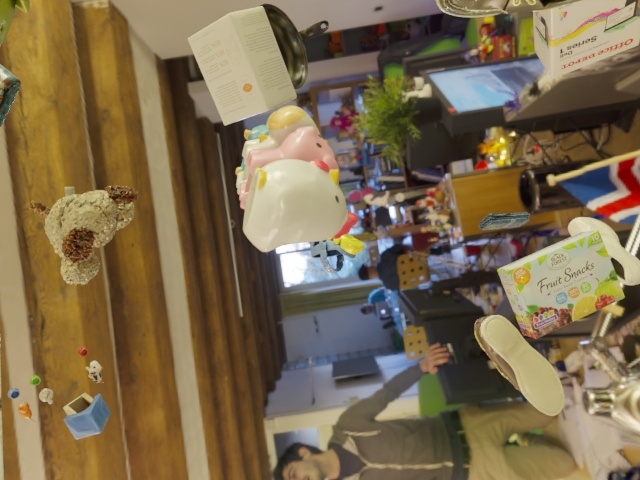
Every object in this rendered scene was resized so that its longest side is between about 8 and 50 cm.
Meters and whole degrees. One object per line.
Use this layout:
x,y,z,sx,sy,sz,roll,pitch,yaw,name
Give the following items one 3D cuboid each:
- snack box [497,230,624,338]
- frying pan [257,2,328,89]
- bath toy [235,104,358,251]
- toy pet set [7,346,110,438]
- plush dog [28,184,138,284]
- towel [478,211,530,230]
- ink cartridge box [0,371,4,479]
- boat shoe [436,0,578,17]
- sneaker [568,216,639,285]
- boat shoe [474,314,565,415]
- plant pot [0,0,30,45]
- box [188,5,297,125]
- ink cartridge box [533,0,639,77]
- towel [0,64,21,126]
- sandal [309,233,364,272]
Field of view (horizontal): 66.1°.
0.326,0.058,0.668,0.037,0.141,0.100,157,90,-82,snack box
-0.083,-0.493,1.169,0.197,0.053,0.326,47,-134,-38,frying pan
-0.037,-0.092,0.659,0.348,0.128,0.152,-113,38,-65,bath toy
-0.380,0.247,0.751,0.122,0.065,0.114,-35,-59,-39,toy pet set
-0.557,-0.049,1.168,0.210,0.225,0.263,43,-126,-32,plush dog
0.475,-0.051,1.274,0.067,0.119,0.029,122,141,-68,towel
-0.411,0.193,0.515,0.082,0.139,0.191,25,-139,-60,ink cartridge box
0.331,-0.406,0.745,0.091,0.304,0.109,-81,-21,-55,boat shoe
0.676,0.021,1.183,0.212,0.094,0.080,54,135,34,sneaker
0.563,0.352,1.407,0.324,0.116,0.097,51,169,3,boat shoe
-0.728,-0.519,0.959,0.207,0.227,0.228,-57,8,-18,plant pot
-0.144,-0.320,0.915,0.091,0.130,0.171,-39,-65,-44,box
0.579,-0.518,1.064,0.278,0.201,0.117,48,-153,-55,ink cartridge box
-0.594,-0.196,0.671,0.272,0.370,0.040,-57,-13,11,towel
0.000,0.000,1.639,0.317,0.126,0.138,38,106,45,sandal
